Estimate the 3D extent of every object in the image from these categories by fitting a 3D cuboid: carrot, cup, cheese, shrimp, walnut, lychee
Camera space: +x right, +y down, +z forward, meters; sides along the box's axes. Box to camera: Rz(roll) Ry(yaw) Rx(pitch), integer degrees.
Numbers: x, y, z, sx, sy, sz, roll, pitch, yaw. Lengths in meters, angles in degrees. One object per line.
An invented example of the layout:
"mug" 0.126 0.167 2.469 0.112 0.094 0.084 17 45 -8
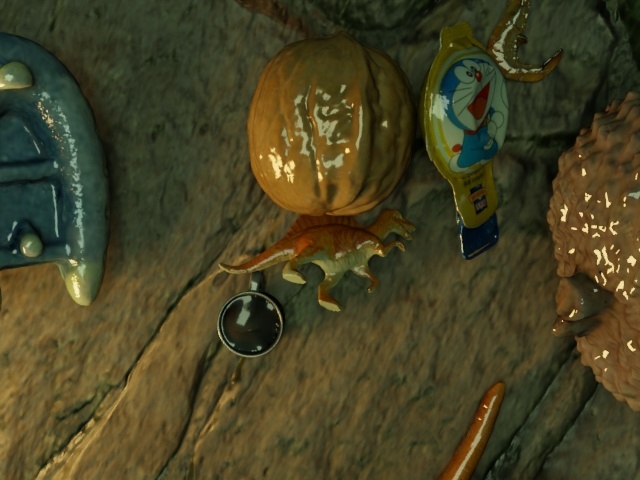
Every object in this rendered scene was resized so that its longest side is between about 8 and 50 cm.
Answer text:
"carrot" 0.179 0.254 1.410 0.037 0.037 0.190 29 90 3
"cup" -0.078 0.085 1.398 0.078 0.077 0.100 7 93 4
"cheese" 0.171 -0.115 1.350 0.069 0.177 0.271 5 111 37
"shrimp" 0.250 -0.252 1.392 0.091 0.025 0.127 14 97 3
"walnut" 0.013 -0.133 1.333 0.213 0.213 0.213 0 92 4
"lychee" 0.426 0.006 1.225 0.432 0.380 0.381 -20 90 -18

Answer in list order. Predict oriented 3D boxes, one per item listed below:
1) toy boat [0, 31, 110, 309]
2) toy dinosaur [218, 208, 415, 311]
"toy boat" -0.342 -0.076 1.344 0.215 0.123 0.330 -5 92 -27
"toy dinosaur" 0.002 0.000 1.374 0.212 0.057 0.142 19 61 -3
